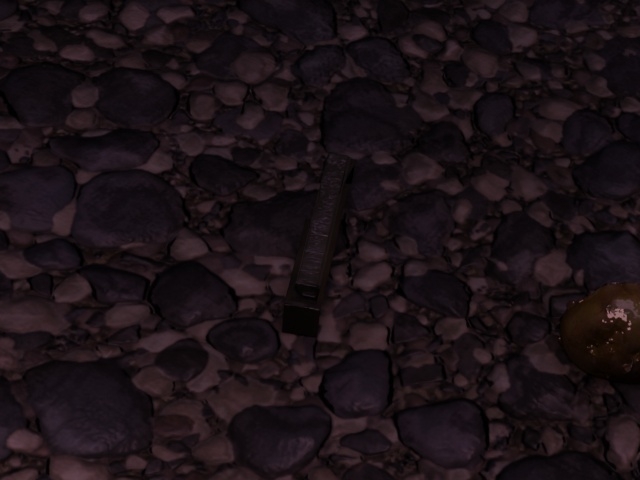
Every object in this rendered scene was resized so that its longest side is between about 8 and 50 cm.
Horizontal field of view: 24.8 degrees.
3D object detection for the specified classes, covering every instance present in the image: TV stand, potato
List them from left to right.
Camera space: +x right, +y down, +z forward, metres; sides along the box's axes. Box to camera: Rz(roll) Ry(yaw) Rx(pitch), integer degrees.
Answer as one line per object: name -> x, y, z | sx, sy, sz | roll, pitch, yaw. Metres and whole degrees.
TV stand -> 0.000, 0.000, 1.661 | 0.040, 0.049, 0.256 | 10, 44, 4
potato -> 0.346, 0.108, 1.549 | 0.172, 0.101, 0.089 | 5, 49, -4
